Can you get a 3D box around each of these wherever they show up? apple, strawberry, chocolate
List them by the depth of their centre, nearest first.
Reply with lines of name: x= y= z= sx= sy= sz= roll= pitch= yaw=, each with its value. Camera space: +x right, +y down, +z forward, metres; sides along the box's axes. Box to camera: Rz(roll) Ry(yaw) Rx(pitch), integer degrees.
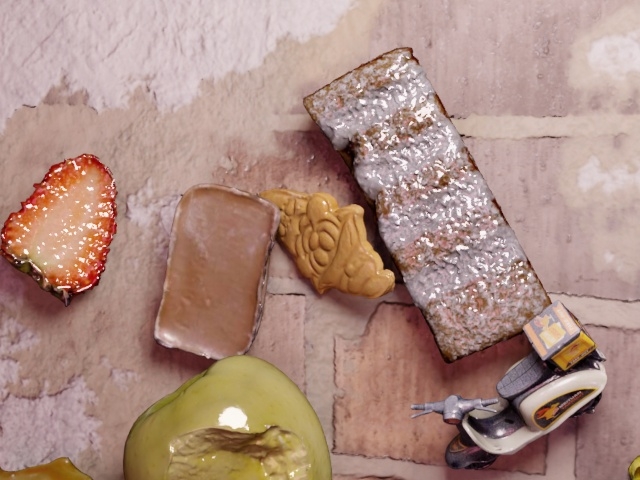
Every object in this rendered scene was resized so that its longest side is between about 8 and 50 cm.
apple: x=-0.126 y=0.294 z=1.101 sx=0.279 sy=0.279 sz=0.279 roll=0 pitch=91 yaw=12
chocolate: x=-0.138 y=0.042 z=1.181 sx=0.161 sy=0.083 sz=0.261 roll=19 pitch=104 yaw=13
strawberry: x=-0.376 y=-0.016 z=1.244 sx=0.167 sy=0.087 sz=0.208 roll=41 pitch=73 yaw=-11

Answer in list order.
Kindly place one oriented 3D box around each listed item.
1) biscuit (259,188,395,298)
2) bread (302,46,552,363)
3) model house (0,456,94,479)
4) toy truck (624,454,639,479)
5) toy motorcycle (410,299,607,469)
biscuit: x=0.000 y=0.000 z=1.140 sx=0.250 sy=0.035 sz=0.162 roll=35 pitch=128 yaw=29
bread: x=0.146 y=-0.048 z=1.103 sx=0.165 sy=0.113 sz=0.416 roll=-30 pitch=86 yaw=13
model house: x=-0.388 y=0.457 z=1.222 sx=0.239 sy=0.173 sz=0.268 roll=-5 pitch=121 yaw=0
toy truck: x=0.384 y=0.405 z=1.037 sx=0.385 sy=0.161 sz=0.162 roll=-33 pitch=93 yaw=10
toy motorcycle: x=0.249 y=0.206 z=1.068 sx=0.263 sy=0.091 sz=0.157 roll=-41 pitch=125 yaw=15
